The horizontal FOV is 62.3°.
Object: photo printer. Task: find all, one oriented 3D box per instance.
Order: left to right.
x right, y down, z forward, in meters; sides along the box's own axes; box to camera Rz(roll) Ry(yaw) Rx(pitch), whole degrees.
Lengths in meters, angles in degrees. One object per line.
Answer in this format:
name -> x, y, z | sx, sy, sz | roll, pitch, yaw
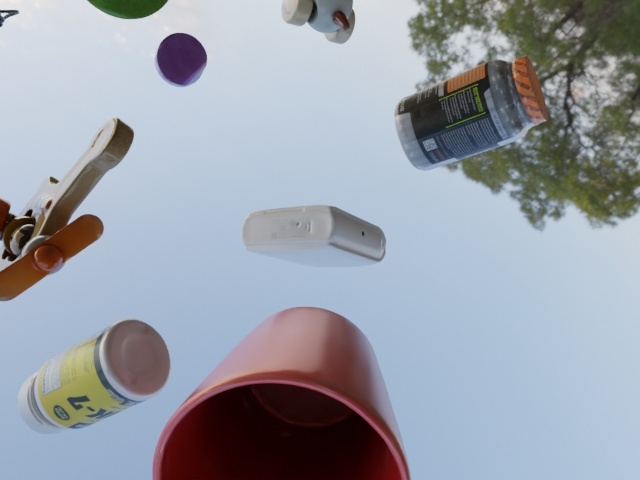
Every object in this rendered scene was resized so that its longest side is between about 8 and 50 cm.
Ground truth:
photo printer -> 0.000, 0.000, 1.279 | 0.307, 0.256, 0.107 | 19, -108, -58

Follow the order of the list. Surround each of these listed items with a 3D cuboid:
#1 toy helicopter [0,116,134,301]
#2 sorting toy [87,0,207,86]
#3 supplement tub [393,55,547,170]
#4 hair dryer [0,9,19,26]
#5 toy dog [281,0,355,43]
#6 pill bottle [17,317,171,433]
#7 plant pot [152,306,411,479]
toy helicopter -> -0.419, -0.049, 0.846 | 0.140, 0.355, 0.235 | 34, -163, -38
sorting toy -> -0.273, -0.366, 0.686 | 0.127, 0.126, 0.365 | -36, -68, -13
supplement tub -> 0.352, -0.299, 1.254 | 0.193, 0.316, 0.194 | 28, -126, -48
hair dryer -> -0.668, -0.425, 1.020 | 0.080, 0.223, 0.293 | 39, -132, -11
toy dog -> 0.043, -0.552, 1.054 | 0.220, 0.334, 0.161 | -18, -141, -25
pill bottle -> -0.334, 0.205, 0.777 | 0.119, 0.208, 0.119 | 47, -153, -33
plant pot -> -0.027, 0.217, 0.641 | 0.275, 0.275, 0.243 | 35, -161, -5
